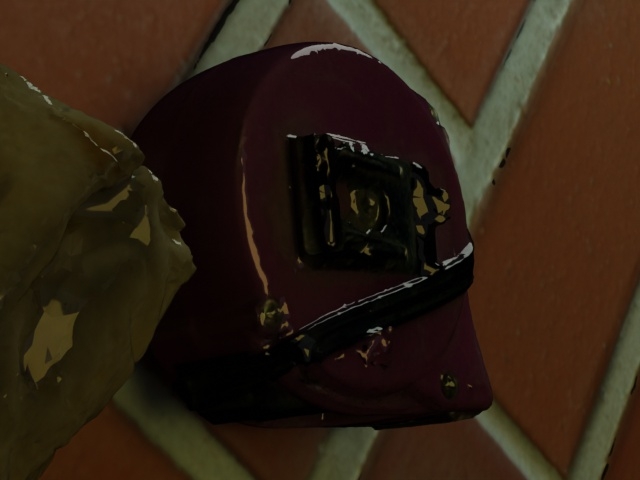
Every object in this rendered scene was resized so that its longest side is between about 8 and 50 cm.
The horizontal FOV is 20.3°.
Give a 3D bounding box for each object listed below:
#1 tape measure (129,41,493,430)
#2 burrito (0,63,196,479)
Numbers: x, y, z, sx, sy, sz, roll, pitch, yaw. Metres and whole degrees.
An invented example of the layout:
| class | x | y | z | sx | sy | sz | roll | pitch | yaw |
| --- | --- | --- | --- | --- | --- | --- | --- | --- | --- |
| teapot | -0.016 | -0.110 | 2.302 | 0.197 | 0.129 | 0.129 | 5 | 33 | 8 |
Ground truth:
| class | x | y | z | sx | sy | sz | roll | pitch | yaw |
| --- | --- | --- | --- | --- | --- | --- | --- | --- | --- |
| tape measure | 0.000 | 0.000 | 1.077 | 0.245 | 0.149 | 0.231 | 2 | 80 | -47 |
| burrito | -0.197 | 0.076 | 0.866 | 0.190 | 0.135 | 0.332 | 53 | 51 | -34 |
